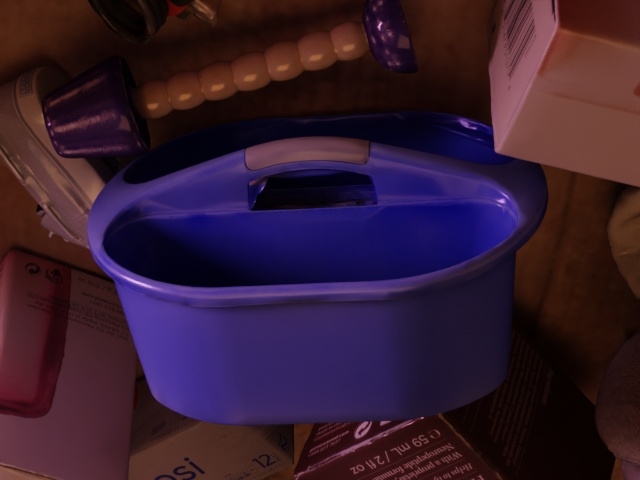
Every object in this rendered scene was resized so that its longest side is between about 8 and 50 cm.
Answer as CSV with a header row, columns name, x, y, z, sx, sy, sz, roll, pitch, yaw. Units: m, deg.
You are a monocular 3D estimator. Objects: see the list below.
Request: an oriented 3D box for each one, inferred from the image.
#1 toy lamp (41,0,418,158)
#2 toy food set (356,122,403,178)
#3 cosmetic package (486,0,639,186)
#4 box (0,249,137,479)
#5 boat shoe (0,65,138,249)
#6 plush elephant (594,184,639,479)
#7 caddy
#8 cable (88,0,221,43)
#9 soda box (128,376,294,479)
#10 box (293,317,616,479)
name,x,y,z,sx,sy,sz,roll,pitch,yaw
toy lamp,-0.069,-0.121,1.445,0.275,0.080,0.080,-15,133,1
toy food set,0.066,-0.009,1.601,0.132,0.038,0.192,11,133,-10
cosmetic package,0.280,-0.121,1.413,0.296,0.153,0.129,12,134,-12
box,-0.239,0.149,1.624,0.127,0.232,0.148,21,130,-20
boat shoe,-0.191,-0.041,1.555,0.081,0.079,0.227,-17,126,26
plush elephant,0.347,0.082,1.557,0.272,0.330,0.255,5,113,-22
caddy,0.000,0.000,1.459,0.341,0.241,0.179,-3,125,7
cable,-0.165,-0.244,1.386,0.287,0.072,0.139,40,141,-17
soda box,-0.164,0.196,1.767,0.286,0.091,0.098,-28,129,25
box,0.119,0.182,1.658,0.168,0.167,0.203,-30,113,35
